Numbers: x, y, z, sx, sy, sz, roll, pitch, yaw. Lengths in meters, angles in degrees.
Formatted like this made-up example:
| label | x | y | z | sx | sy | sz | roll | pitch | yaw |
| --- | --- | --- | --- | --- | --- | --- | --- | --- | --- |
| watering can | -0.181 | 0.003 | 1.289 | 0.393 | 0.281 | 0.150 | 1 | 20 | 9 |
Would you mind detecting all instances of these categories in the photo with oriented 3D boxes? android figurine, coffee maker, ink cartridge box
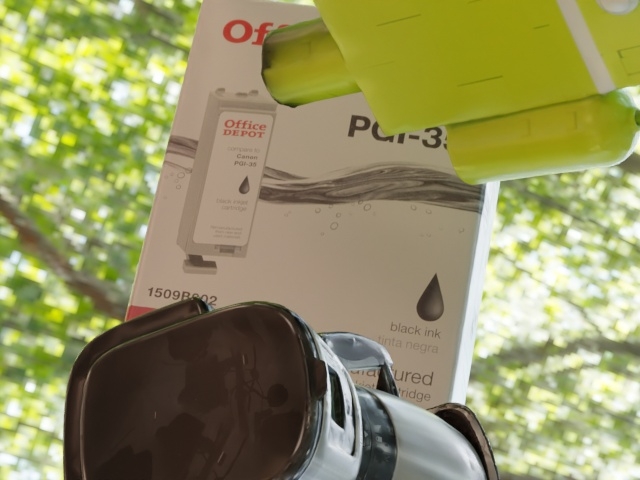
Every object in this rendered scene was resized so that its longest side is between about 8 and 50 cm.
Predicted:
| label | x | y | z | sx | sy | sz | roll | pitch | yaw |
| --- | --- | --- | --- | --- | --- | --- | --- | --- | --- |
| android figurine | 0.072 | -0.135 | 0.735 | 0.272 | 0.248 | 0.056 | -7 | -144 | 34 |
| coffee maker | -0.030 | 0.113 | 0.703 | 0.171 | 0.178 | 0.120 | -41 | -129 | 12 |
| ink cartridge box | 0.000 | 0.000 | 1.020 | 0.117 | 0.207 | 0.283 | 75 | 24 | -69 |
